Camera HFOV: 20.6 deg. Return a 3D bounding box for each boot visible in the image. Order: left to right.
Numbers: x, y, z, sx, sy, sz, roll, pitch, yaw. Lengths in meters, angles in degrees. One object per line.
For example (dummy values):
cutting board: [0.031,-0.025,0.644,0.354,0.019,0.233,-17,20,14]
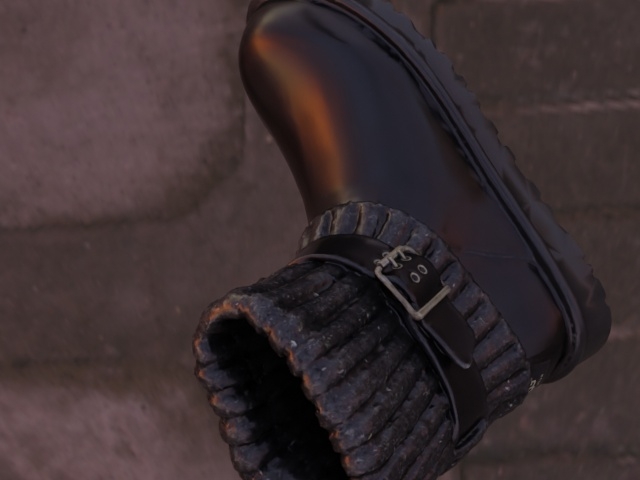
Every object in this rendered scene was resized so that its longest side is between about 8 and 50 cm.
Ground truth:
boot: [0.002,-0.001,1.107,0.260,0.131,0.348,-30,73,-37]
